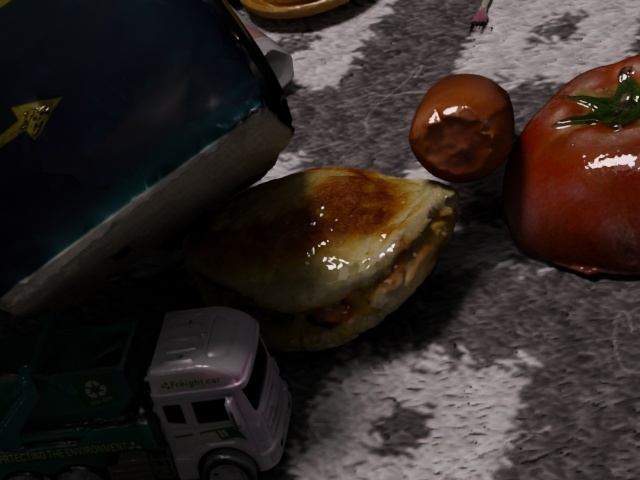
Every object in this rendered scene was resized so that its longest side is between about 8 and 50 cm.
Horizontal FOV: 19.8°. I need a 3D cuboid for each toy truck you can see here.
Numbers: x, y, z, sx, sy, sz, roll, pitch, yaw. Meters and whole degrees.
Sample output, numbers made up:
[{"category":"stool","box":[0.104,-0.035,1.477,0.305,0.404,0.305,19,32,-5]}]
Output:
[{"category":"toy truck","box":[-0.135,0.105,1.207,0.216,0.116,0.110,-8,35,14]}]

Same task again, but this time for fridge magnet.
[{"category":"fridge magnet","box":[-0.011,-0.256,1.719,0.143,0.063,0.143,-12,37,10]}]

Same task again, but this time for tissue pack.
[{"category":"tissue pack","box":[-0.231,-0.175,1.257,0.253,0.416,0.264,-38,-4,-2]}]

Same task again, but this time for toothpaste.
[{"category":"toothpaste","box":[-0.079,-0.179,1.664,0.067,0.043,0.194,-29,29,-12]}]

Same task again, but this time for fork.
[{"category":"fork","box":[0.149,-0.215,1.639,0.016,0.012,0.115,2,33,20]}]

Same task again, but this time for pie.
[{"category":"pie","box":[0.000,0.000,1.328,0.205,0.084,0.179,13,44,42]}]

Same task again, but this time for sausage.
[{"category":"sausage","box":[0.108,-0.087,1.372,0.076,0.076,0.197,-12,8,8]}]

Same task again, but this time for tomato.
[{"category":"tomato","box":[0.230,-0.068,1.329,0.225,0.085,0.225,-14,35,10]}]

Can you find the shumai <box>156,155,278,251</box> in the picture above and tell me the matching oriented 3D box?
[{"category":"shumai","box":[-0.118,-0.049,1.445,0.145,0.145,0.116,11,85,35]}]
